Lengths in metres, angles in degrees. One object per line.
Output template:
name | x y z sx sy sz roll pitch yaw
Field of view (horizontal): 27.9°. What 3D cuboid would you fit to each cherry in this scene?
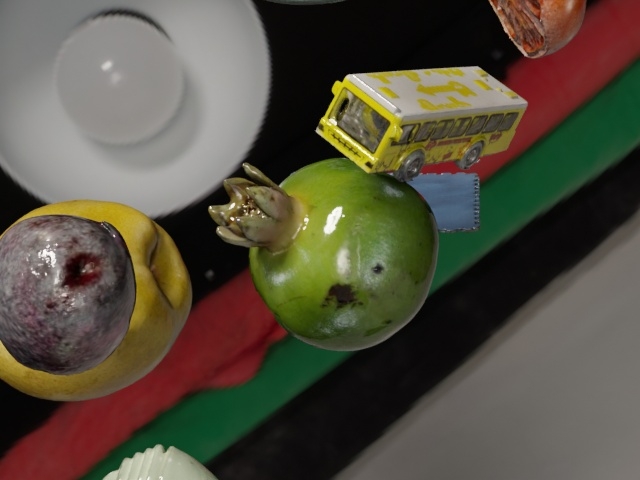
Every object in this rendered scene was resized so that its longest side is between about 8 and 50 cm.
cherry | -0.300 0.060 1.503 0.195 0.195 0.195 -27 -32 -18

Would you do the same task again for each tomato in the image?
tomato | 0.281 -0.355 1.699 0.095 0.236 0.236 -26 -31 -2

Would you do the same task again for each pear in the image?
pear | -0.344 0.087 1.855 0.314 0.314 0.314 -27 -32 -18

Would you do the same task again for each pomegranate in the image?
pomegranate | -0.001 0.002 1.194 0.225 0.187 0.187 28 -68 -37

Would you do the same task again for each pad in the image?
pad | 0.076 -0.053 1.684 0.269 0.270 0.012 -65 -25 -71

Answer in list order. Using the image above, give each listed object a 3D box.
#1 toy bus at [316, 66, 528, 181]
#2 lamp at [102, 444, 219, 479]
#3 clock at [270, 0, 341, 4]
toy bus | 0.098 -0.106 1.156 0.226 0.081 0.074 -11 -45 -50
lamp | -0.092 0.239 1.046 0.106 0.193 0.106 -62 7 13
clock | -0.020 -0.367 1.227 0.319 0.066 0.319 2 -44 2
